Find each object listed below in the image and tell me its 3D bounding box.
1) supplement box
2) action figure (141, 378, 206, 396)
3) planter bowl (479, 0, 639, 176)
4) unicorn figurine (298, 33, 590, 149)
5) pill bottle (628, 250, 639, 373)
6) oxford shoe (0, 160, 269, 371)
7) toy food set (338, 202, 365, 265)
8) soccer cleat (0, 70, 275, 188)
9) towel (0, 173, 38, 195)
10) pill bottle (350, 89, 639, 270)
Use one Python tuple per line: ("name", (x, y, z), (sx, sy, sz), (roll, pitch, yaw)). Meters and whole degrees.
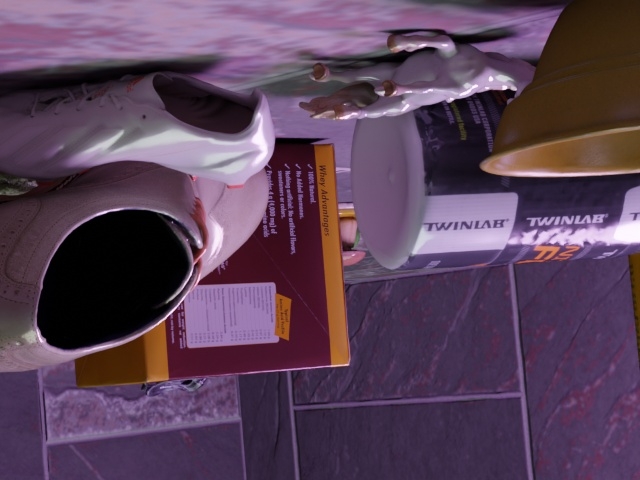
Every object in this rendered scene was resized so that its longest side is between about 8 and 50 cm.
("supplement box", (-0.095, 0.019, 1.282), (0.194, 0.191, 0.129), (-1, 174, -35))
("action figure", (-0.210, 0.040, 1.651), (0.141, 0.276, 0.164), (-40, 150, -6))
("planter bowl", (0.188, -0.092, 0.812), (0.217, 0.090, 0.217), (-5, 176, 0))
("unicorn figurine", (0.069, -0.095, 0.932), (0.111, 0.060, 0.162), (-2, -169, -41))
("pill bottle", (0.423, 0.072, 1.612), (0.188, 0.334, 0.188), (-5, 176, 0))
("oxford shoe", (-0.125, 0.011, 1.035), (0.146, 0.140, 0.397), (7, -161, 28))
("toy food set", (0.000, 0.000, 1.931), (0.128, 0.071, 0.218), (-3, 175, -23))
("soccer cleat", (-0.125, -0.075, 0.941), (0.196, 0.068, 0.076), (3, 144, -5))
("towel", (-0.292, -0.040, 1.374), (0.110, 0.027, 0.148), (-8, 175, 22))
("pill bottle", (0.155, -0.049, 1.073), (0.245, 0.130, 0.130), (-3, 175, -19))
